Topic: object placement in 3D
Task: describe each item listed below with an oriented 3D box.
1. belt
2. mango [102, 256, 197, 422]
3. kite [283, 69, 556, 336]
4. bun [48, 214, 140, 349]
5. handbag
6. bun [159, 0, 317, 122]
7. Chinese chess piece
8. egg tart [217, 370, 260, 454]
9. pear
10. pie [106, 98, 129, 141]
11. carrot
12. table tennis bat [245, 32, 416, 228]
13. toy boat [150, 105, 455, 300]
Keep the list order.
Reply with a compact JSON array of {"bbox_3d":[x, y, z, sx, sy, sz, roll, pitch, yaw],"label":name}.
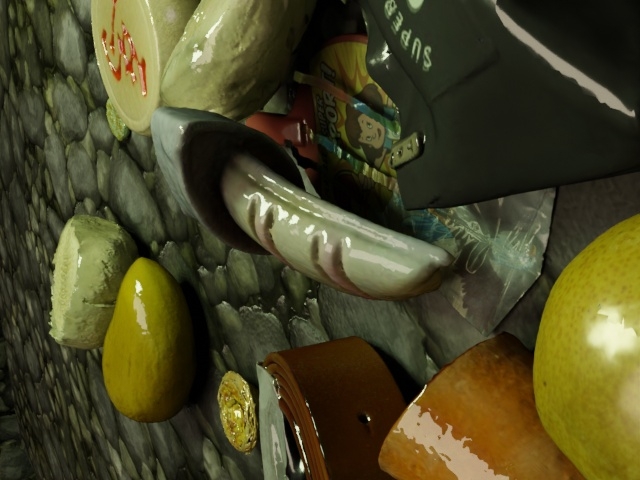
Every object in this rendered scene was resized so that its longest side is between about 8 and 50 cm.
[{"bbox_3d":[0.026,0.262,0.815,0.217,0.122,0.339,118,143,-53],"label":"belt"},{"bbox_3d":[-0.289,0.191,1.328,0.195,0.142,0.332,50,141,25],"label":"mango"},{"bbox_3d":[0.078,-0.061,0.713,0.310,0.015,0.169,41,135,26],"label":"kite"},{"bbox_3d":[-0.416,0.080,1.451,0.259,0.152,0.260,-20,67,59],"label":"bun"},{"bbox_3d":[0.101,-0.177,0.553,0.288,0.152,0.343,-35,71,62],"label":"handbag"},{"bbox_3d":[-0.079,-0.210,0.816,0.210,0.116,0.237,-61,17,-6],"label":"bun"},{"bbox_3d":[-0.226,-0.275,1.064,0.273,0.102,0.273,29,127,49],"label":"Chinese chess piece"},{"bbox_3d":[-0.113,0.254,1.164,0.128,0.049,0.129,24,118,56],"label":"egg tart"},{"bbox_3d":[0.226,0.071,0.413,0.209,0.208,0.209,30,127,49],"label":"pear"},{"bbox_3d":[-0.360,-0.218,1.380,0.085,0.017,0.085,28,125,49],"label":"pie"},{"bbox_3d":[0.179,0.192,0.606,0.225,0.159,0.159,37,134,29],"label":"carrot"},{"bbox_3d":[0.018,-0.113,0.816,0.310,0.038,0.201,13,114,52],"label":"table tennis bat"},{"bbox_3d":[-0.018,-0.010,0.754,0.293,0.111,0.276,35,174,13],"label":"toy boat"}]
